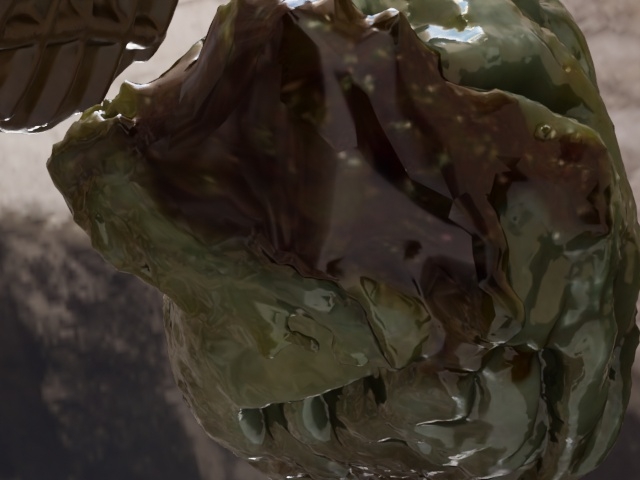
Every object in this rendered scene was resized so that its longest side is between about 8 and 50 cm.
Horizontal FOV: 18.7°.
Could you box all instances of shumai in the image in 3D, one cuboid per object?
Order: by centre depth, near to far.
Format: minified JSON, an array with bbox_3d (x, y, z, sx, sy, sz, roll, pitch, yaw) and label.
[{"bbox_3d":[-0.003,0.005,0.537,0.142,0.184,0.184,1,-45,-41],"label":"shumai"}]

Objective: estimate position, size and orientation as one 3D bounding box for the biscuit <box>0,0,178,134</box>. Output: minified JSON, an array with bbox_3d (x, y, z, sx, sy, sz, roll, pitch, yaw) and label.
[{"bbox_3d":[-0.141,-0.215,1.073,0.103,0.332,0.332,23,-45,18],"label":"biscuit"}]
